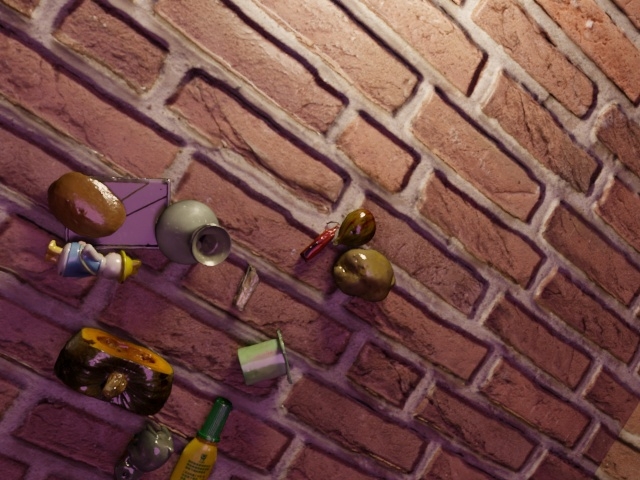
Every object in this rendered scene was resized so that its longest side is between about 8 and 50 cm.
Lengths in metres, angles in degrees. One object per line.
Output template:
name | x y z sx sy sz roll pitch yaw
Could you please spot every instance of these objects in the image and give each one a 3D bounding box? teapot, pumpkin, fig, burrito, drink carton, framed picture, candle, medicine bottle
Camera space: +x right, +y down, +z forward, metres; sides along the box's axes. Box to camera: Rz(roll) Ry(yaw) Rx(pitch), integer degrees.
teapot | -0.332 -0.009 1.523 0.184 0.251 0.183 -8 105 -30
pumpkin | -0.547 0.361 1.542 0.317 0.222 0.139 33 87 -23
fig | 0.100 -0.030 1.756 0.155 0.103 0.109 -27 87 -15
burrito | -0.221 0.143 1.710 0.055 0.041 0.149 24 92 -8
drink carton | -0.173 0.366 1.727 0.142 0.144 0.146 -15 104 -6
framed picture | -0.555 -0.074 1.564 0.281 0.019 0.208 1 99 -20
candle | 0.000 0.000 1.765 0.162 0.048 0.053 -43 145 -7
medicine bottle | -0.355 0.629 1.737 0.111 0.076 0.308 26 92 -28

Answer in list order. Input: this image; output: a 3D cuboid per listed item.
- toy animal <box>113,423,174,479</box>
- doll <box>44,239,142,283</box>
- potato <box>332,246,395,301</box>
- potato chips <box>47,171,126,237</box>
toy animal | -0.535 0.650 1.655 0.236 0.138 0.108 -50 145 -9
doll | -0.607 0.062 1.524 0.241 0.099 0.135 10 108 -29
potato | 0.141 0.106 1.785 0.200 0.137 0.154 22 121 -21
potato chips | -0.623 -0.090 1.502 0.201 0.049 0.150 45 80 -12
